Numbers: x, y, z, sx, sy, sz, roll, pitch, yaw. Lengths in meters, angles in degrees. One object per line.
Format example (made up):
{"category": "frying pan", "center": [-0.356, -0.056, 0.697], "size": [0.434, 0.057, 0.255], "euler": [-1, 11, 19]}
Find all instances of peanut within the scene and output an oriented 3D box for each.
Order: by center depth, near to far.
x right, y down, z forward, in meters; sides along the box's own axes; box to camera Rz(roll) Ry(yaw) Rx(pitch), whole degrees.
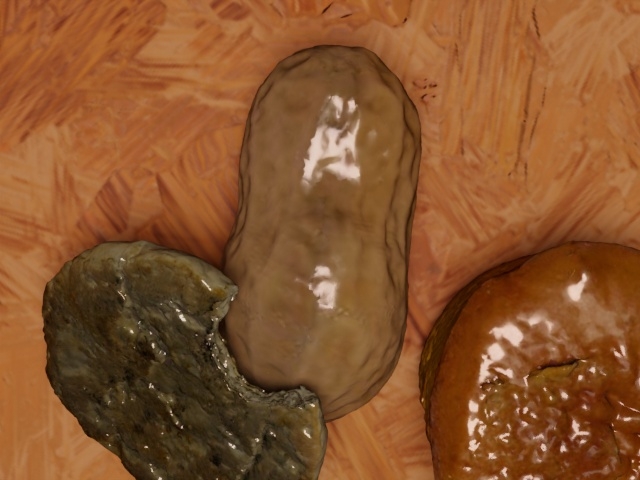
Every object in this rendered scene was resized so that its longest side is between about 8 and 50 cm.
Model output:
{"category": "peanut", "center": [0.003, 0.005, 0.683], "size": [0.143, 0.159, 0.291], "euler": [7, 97, -25]}

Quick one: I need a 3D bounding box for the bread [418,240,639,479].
{"category": "bread", "center": [0.196, 0.126, 0.713], "size": [0.268, 0.146, 0.269], "euler": [-1, 100, -6]}

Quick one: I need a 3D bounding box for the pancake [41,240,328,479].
{"category": "pancake", "center": [-0.107, 0.109, 0.682], "size": [0.253, 0.037, 0.254], "euler": [17, 126, 26]}
